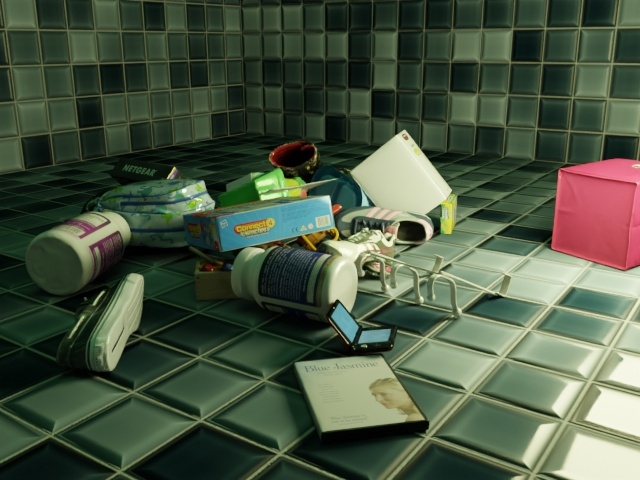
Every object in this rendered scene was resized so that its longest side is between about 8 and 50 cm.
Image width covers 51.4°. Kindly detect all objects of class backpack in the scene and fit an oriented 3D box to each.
[{"bbox_3d":[-0.488,-0.075,1.996,0.356,0.273,0.290,19,16,19],"label":"backpack"}]

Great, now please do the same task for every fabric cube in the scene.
[{"bbox_3d":[0.866,-0.086,1.936,0.258,0.258,0.254,-11,21,-31],"label":"fabric cube"}]

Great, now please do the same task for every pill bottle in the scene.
[{"bbox_3d":[-0.062,0.094,1.522,0.265,0.153,0.153,9,19,27],"label":"pill bottle"},{"bbox_3d":[-0.624,0.019,1.757,0.169,0.169,0.301,3,17,9],"label":"pill bottle"}]

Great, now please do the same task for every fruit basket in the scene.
[{"bbox_3d":[-0.151,-0.155,2.209,0.327,0.165,0.353,-18,5,41],"label":"fruit basket"}]

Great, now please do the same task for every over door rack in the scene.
[{"bbox_3d":[0.275,0.102,1.611,0.324,0.108,0.240,4,10,-44],"label":"over door rack"}]

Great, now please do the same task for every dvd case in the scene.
[{"bbox_3d":[0.062,0.267,1.166,0.181,0.022,0.253,-4,17,-12],"label":"dvd case"}]

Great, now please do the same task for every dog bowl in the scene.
[{"bbox_3d":[0.073,-0.148,2.289,0.074,0.165,0.297,9,20,-40],"label":"dog bowl"}]

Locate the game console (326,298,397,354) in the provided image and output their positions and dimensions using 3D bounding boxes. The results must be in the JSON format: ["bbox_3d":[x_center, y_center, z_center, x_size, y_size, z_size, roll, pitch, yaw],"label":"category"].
[{"bbox_3d":[0.087,0.169,1.354,0.124,0.085,0.144,-7,9,12],"label":"game console"}]

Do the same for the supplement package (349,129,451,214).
[{"bbox_3d":[0.266,-0.195,2.189,0.204,0.261,0.145,-37,2,25],"label":"supplement package"}]

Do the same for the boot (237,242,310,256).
[{"bbox_3d":[-0.067,0.069,1.736,0.284,0.108,0.220,11,1,8],"label":"boot"}]

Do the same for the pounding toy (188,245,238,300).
[{"bbox_3d":[-0.266,0.078,1.670,0.130,0.100,0.141,-2,16,-7],"label":"pounding toy"}]

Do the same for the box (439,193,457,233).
[{"bbox_3d":[0.425,-0.088,2.216,0.043,0.105,0.179,5,18,19],"label":"box"}]

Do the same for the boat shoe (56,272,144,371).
[{"bbox_3d":[-0.450,0.154,1.379,0.119,0.121,0.335,4,18,-2],"label":"boat shoe"}]

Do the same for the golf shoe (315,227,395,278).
[{"bbox_3d":[0.093,0.017,1.703,0.105,0.120,0.273,19,4,40],"label":"golf shoe"}]

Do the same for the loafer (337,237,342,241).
[{"bbox_3d":[0.057,0.026,1.947,0.045,0.039,0.125,-3,17,-10],"label":"loafer"}]

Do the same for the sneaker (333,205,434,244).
[{"bbox_3d":[0.191,-0.044,2.058,0.319,0.112,0.131,0,14,5],"label":"sneaker"}]

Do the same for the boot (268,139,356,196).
[{"bbox_3d":[0.011,-0.250,2.467,0.378,0.138,0.284,3,-23,21],"label":"boot"}]

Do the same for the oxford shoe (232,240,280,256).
[{"bbox_3d":[-0.185,-0.012,1.993,0.099,0.096,0.271,-2,16,14],"label":"oxford shoe"}]

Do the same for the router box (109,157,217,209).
[{"bbox_3d":[-0.543,-0.170,2.297,0.309,0.081,0.243,13,-24,39],"label":"router box"}]

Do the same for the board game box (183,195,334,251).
[{"bbox_3d":[-0.169,-0.050,1.740,0.308,0.086,0.302,-13,9,-25],"label":"board game box"}]

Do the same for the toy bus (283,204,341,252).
[{"bbox_3d":[-0.004,0.001,1.917,0.104,0.191,0.202,51,37,8],"label":"toy bus"}]
